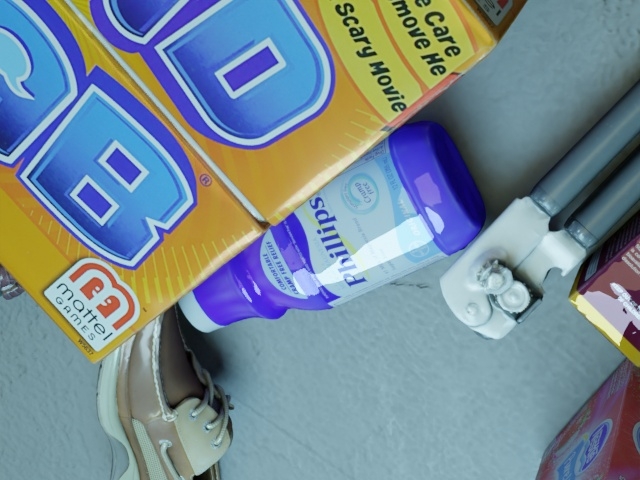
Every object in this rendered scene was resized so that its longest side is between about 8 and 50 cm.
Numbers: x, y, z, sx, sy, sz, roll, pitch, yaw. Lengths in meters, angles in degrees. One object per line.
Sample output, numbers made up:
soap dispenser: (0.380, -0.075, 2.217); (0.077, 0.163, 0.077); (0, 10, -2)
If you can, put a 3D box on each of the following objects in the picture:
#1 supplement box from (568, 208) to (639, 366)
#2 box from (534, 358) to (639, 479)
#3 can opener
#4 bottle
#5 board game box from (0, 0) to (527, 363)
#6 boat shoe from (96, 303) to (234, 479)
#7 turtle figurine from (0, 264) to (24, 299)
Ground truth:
supplement box: (0.293, -0.002, 0.880); (0.081, 0.104, 0.188); (44, 113, 3)
box: (0.244, 0.228, 0.852); (0.154, 0.300, 0.142); (36, 114, 8)
can opener: (0.208, -0.033, 0.919); (0.074, 0.093, 0.280); (43, 105, 2)
bottle: (0.000, 0.000, 0.987); (0.282, 0.092, 0.118); (-25, 97, 23)
board game box: (-0.088, -0.212, 0.771); (0.356, 0.356, 0.356); (-37, 98, 32)
boat shoe: (-0.135, 0.159, 1.045); (0.116, 0.123, 0.324); (7, 132, 4)
turtle figurine: (-0.235, 0.019, 1.057); (0.234, 0.175, 0.118); (-19, 66, -8)
